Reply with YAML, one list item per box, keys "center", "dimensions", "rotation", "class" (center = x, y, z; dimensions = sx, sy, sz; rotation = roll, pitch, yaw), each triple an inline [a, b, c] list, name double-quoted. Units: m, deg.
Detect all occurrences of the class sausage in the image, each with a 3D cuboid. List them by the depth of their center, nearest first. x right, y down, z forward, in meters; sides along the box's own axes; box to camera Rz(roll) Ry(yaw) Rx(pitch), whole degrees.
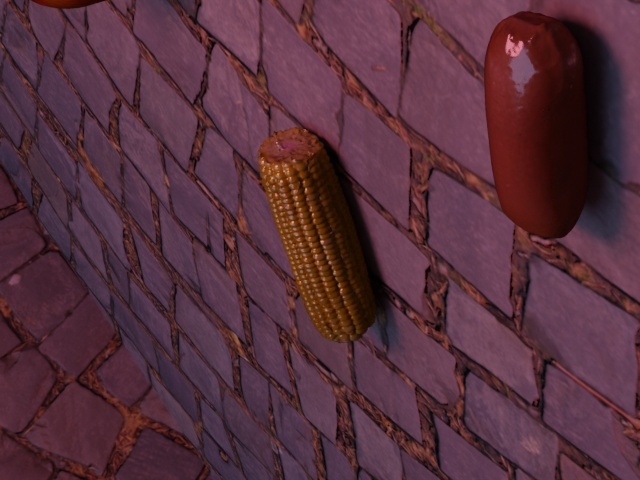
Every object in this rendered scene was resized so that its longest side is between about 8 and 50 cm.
- center: [0.158, -0.081, 0.931]
  dimensions: [0.077, 0.077, 0.194]
  rotation: [37, 149, 41]
  class: "sausage"

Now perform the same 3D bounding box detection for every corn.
- center: [0.000, 0.000, 1.354]
  dimensions: [0.081, 0.081, 0.248]
  rotation: [27, 142, 51]
  class: "corn"

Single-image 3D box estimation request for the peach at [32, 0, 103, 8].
- center: [-0.265, -0.341, 1.320]
  dimensions: [0.190, 0.190, 0.192]
  rotation: [39, 166, 38]
  class: "peach"
